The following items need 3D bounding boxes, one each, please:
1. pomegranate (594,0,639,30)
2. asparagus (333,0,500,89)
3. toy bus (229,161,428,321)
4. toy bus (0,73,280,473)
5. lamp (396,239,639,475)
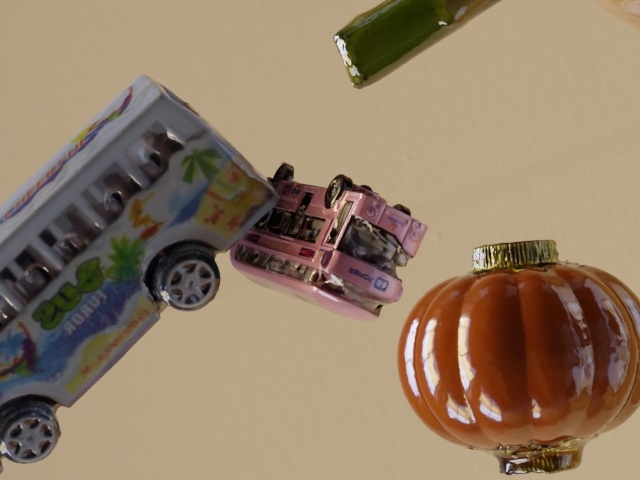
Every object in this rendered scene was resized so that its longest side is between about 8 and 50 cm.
[{"bbox_3d":[0.301,-0.337,1.066,0.411,0.411,0.412,-4,-110,10],"label":"pomegranate"},{"bbox_3d":[0.135,-0.229,1.407,0.277,0.067,0.060,-32,-80,5],"label":"asparagus"},{"bbox_3d":[0.000,0.000,1.098,0.063,0.203,0.090,26,-95,-22],"label":"toy bus"},{"bbox_3d":[-0.188,0.037,1.126,0.329,0.136,0.109,-44,-153,-1],"label":"toy bus"},{"bbox_3d":[0.175,0.099,1.347,0.223,0.223,0.197,-7,-95,9],"label":"lamp"}]
